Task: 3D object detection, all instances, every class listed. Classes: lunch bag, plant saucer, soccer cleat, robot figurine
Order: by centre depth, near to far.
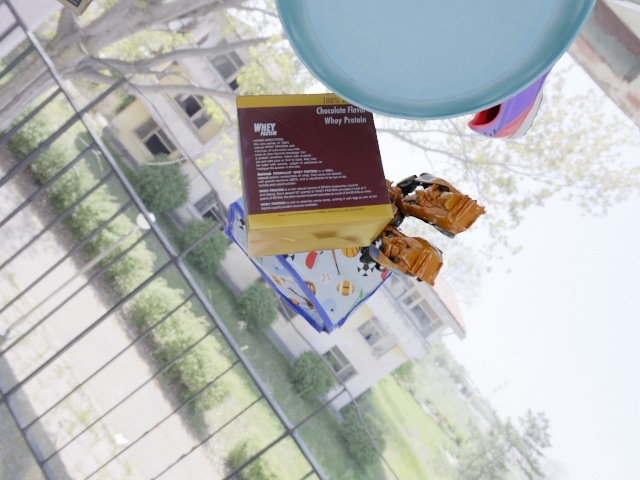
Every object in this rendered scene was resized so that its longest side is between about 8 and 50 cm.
[{"bbox_3d":[0.109,-0.275,0.455,0.318,0.317,0.043,52,7,6],"label":"plant saucer"},{"bbox_3d":[0.148,-0.036,0.791,0.085,0.211,0.291,34,2,-22],"label":"robot figurine"},{"bbox_3d":[0.381,-0.346,0.856,0.109,0.116,0.319,-120,-146,-51],"label":"soccer cleat"},{"bbox_3d":[0.000,0.000,1.157,0.385,0.328,0.239,46,-23,5],"label":"lunch bag"}]

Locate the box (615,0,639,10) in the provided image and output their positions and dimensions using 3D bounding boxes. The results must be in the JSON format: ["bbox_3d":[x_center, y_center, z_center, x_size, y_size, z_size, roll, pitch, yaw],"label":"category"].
[{"bbox_3d":[0.736,-0.465,0.854,0.310,0.121,0.148,20,31,-1],"label":"box"}]

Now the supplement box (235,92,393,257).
[{"bbox_3d":[-0.019,-0.093,0.653,0.129,0.191,0.194,117,-34,-70],"label":"supplement box"}]

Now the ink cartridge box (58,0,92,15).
[{"bbox_3d":[-0.429,-0.462,0.670,0.193,0.088,0.235,29,22,-43],"label":"ink cartridge box"}]
